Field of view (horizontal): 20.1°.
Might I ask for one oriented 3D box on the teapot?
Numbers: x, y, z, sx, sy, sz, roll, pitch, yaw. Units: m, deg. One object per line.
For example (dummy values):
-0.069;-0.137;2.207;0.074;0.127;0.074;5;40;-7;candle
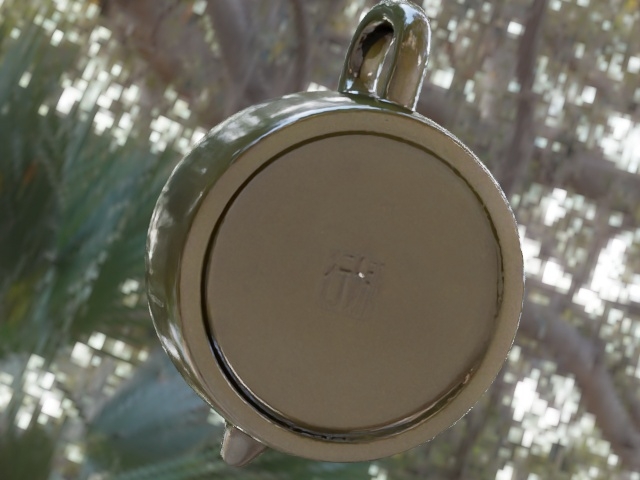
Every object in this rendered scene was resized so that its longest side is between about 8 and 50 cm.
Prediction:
0.000;0.000;0.960;0.186;0.267;0.175;18;2;-18;teapot
